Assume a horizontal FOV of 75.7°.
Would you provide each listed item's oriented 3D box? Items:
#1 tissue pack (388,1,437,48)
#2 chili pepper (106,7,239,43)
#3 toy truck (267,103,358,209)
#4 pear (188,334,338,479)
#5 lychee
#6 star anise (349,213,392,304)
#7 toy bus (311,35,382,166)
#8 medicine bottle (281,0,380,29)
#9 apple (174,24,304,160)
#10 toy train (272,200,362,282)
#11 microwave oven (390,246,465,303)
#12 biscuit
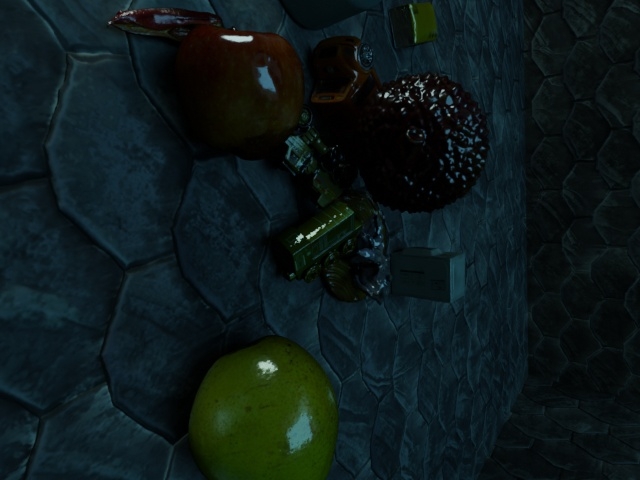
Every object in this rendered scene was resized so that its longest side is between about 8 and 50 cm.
[{"bbox_3d":[0.298,-0.682,1.305,0.169,0.082,0.120,-34,117,-44],"label":"tissue pack"},{"bbox_3d":[-0.240,-0.369,0.709,0.267,0.059,0.051,-23,72,-44],"label":"chili pepper"},{"bbox_3d":[-0.039,-0.187,0.912,0.127,0.127,0.257,-54,133,-13],"label":"toy truck"},{"bbox_3d":[-0.099,0.325,0.766,0.294,0.293,0.295,-6,97,-50],"label":"pear"},{"bbox_3d":[0.220,-0.208,0.911,0.330,0.305,0.307,-31,117,-64],"label":"lychee"},{"bbox_3d":[0.136,0.052,1.086,0.229,0.092,0.237,16,72,-65],"label":"star anise"},{"bbox_3d":[0.086,-0.333,1.032,0.153,0.142,0.329,-57,137,-18],"label":"toy bus"},{"bbox_3d":[0.071,-0.615,0.872,0.244,0.289,0.246,-5,97,-50],"label":"medicine bottle"},{"bbox_3d":[-0.138,-0.250,0.711,0.229,0.229,0.230,-6,97,-50],"label":"apple"},{"bbox_3d":[0.000,0.000,0.945,0.225,0.090,0.137,-36,145,-24],"label":"toy train"},{"bbox_3d":[0.347,0.106,1.329,0.122,0.207,0.163,-10,101,-50],"label":"microwave oven"},{"bbox_3d":[0.101,0.018,1.157,0.317,0.040,0.319,-5,97,-49],"label":"biscuit"}]
